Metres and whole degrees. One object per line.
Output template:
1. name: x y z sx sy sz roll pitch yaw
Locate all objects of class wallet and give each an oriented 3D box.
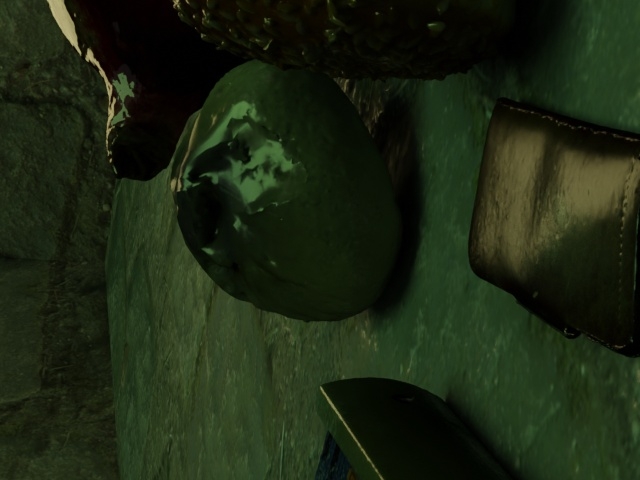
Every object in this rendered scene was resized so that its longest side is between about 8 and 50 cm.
1. wallet: 0.153 -0.014 0.841 0.255 0.031 0.137 -138 53 -72

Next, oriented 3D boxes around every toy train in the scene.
1. toy train: 0.067 0.235 0.944 0.299 0.131 0.202 -136 58 -70

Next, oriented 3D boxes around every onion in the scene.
1. onion: -0.143 -0.238 1.358 0.348 0.347 0.385 142 143 -71

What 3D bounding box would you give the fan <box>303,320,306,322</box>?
1. fan: 0.000 0.000 1.457 0.220 0.009 0.132 115 151 -57

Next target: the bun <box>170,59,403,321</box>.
1. bun: -0.041 -0.036 1.236 0.273 0.168 0.273 41 144 40

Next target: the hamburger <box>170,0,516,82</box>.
1. hamburger: 0.014 -0.230 0.952 0.291 0.290 0.225 -165 84 -75
